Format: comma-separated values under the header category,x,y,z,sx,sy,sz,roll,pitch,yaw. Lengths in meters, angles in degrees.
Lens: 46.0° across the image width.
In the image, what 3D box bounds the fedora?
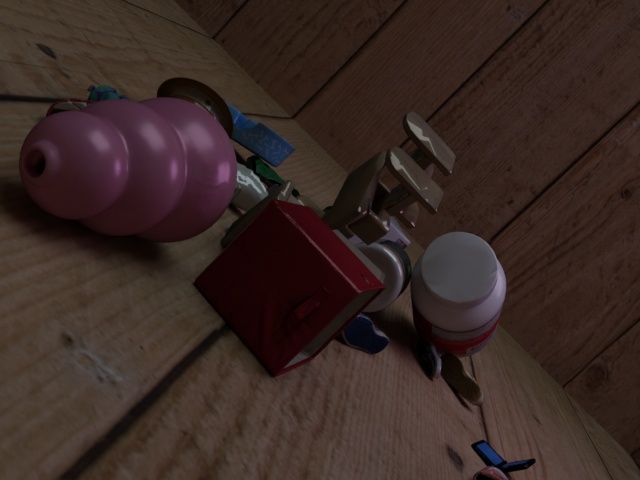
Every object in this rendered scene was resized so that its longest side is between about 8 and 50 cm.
category,x,y,z,sx,sy,sz,roll,pitch,yaw
fedora,-0.287,-0.265,1.662,0.194,0.194,0.079,41,49,-17

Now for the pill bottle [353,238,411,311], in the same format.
category,x,y,z,sx,sy,sz,roll,pitch,yaw
pill bottle,0.135,0.077,1.816,0.162,0.162,0.278,47,11,8

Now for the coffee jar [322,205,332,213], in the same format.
category,x,y,z,sx,sy,sz,roll,pitch,yaw
coffee jar,0.030,-0.038,2.066,0.096,0.079,0.184,44,12,-3

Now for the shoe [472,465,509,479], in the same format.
category,x,y,z,sx,sy,sz,roll,pitch,yaw
shoe,0.355,0.494,1.391,0.178,0.063,0.081,45,11,27

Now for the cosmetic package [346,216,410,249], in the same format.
category,x,y,z,sx,sy,sz,roll,pitch,yaw
cosmetic package,0.146,-0.020,2.229,0.151,0.151,0.183,40,12,-20

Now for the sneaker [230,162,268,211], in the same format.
category,x,y,z,sx,sy,sz,roll,pitch,yaw
sneaker,-0.212,-0.132,1.580,0.235,0.090,0.095,40,24,-6

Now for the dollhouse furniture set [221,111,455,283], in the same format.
category,x,y,z,sx,sy,sz,roll,pitch,yaw
dollhouse furniture set,0.019,-0.066,1.488,0.256,0.362,0.394,44,41,-16

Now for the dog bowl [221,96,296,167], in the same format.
category,x,y,z,sx,sy,sz,roll,pitch,yaw
dog bowl,-0.207,-0.295,2.006,0.297,0.074,0.166,35,1,10

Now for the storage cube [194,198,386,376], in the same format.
category,x,y,z,sx,sy,sz,roll,pitch,yaw
storage cube,-0.042,0.068,1.171,0.193,0.183,0.215,47,12,13

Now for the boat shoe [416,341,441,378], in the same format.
category,x,y,z,sx,sy,sz,roll,pitch,yaw
boat shoe,0.263,0.290,1.837,0.040,0.049,0.142,10,20,-6

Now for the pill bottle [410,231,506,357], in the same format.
category,x,y,z,sx,sy,sz,roll,pitch,yaw
pill bottle,0.339,0.137,1.872,0.229,0.229,0.407,50,-8,23

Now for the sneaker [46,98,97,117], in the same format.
category,x,y,z,sx,sy,sz,roll,pitch,yaw
sneaker,-0.294,-0.132,1.203,0.299,0.112,0.121,27,-4,-19

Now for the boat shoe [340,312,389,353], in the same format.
category,x,y,z,sx,sy,sz,roll,pitch,yaw
boat shoe,0.073,0.177,1.521,0.066,0.066,0.183,47,1,35

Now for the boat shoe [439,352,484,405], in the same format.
category,x,y,z,sx,sy,sz,roll,pitch,yaw
boat shoe,0.354,0.354,1.899,0.059,0.063,0.170,54,2,-40

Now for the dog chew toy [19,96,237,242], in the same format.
category,x,y,z,sx,sy,sz,roll,pitch,yaw
dog chew toy,-0.253,-0.095,0.996,0.206,0.206,0.332,48,19,14

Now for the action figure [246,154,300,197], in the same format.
category,x,y,z,sx,sy,sz,roll,pitch,yaw
action figure,-0.144,-0.168,1.957,0.137,0.063,0.232,36,7,-33

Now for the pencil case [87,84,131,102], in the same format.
category,x,y,z,sx,sy,sz,roll,pitch,yaw
pencil case,-0.339,-0.223,1.317,0.152,0.070,0.064,26,-11,24

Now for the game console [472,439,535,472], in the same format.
category,x,y,z,sx,sy,sz,roll,pitch,yaw
game console,0.399,0.463,1.635,0.122,0.107,0.071,19,56,-64
